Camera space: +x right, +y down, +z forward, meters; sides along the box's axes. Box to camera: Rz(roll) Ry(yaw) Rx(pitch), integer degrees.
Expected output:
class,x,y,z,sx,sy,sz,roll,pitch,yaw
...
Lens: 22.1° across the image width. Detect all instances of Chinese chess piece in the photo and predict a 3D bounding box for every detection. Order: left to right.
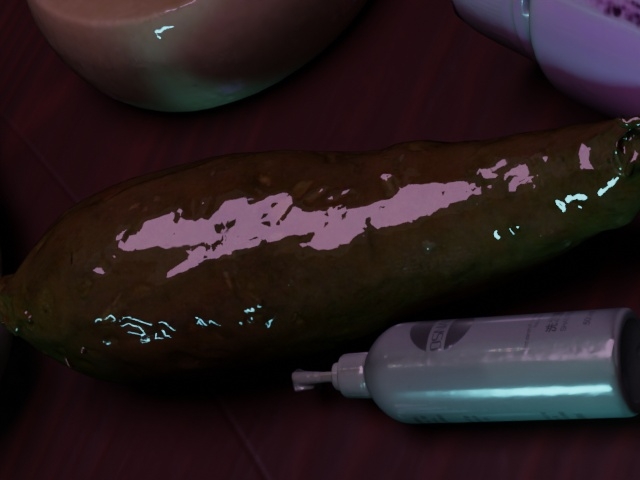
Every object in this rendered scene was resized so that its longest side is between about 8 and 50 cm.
class,x,y,z,sx,sy,sz,roll,pitch,yaw
Chinese chess piece,-0.079,-0.213,1.129,0.273,0.102,0.273,-15,51,19

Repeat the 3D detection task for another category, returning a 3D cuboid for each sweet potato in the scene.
class,x,y,z,sx,sy,sz,roll,pitch,yaw
sweet potato,0.004,0.001,0.897,0.422,0.130,0.130,-12,51,22

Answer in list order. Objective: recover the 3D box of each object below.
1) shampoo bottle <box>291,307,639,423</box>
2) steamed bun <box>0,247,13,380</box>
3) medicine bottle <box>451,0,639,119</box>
class,x,y,z,sx,sy,sz,roll,pitch,yaw
shampoo bottle,0.070,0.068,0.854,0.195,0.056,0.056,-6,54,27
steamed bun,-0.365,-0.011,1.051,0.236,0.247,0.383,-37,50,17
medicine bottle,0.195,-0.127,0.862,0.152,0.152,0.254,-47,48,-9
